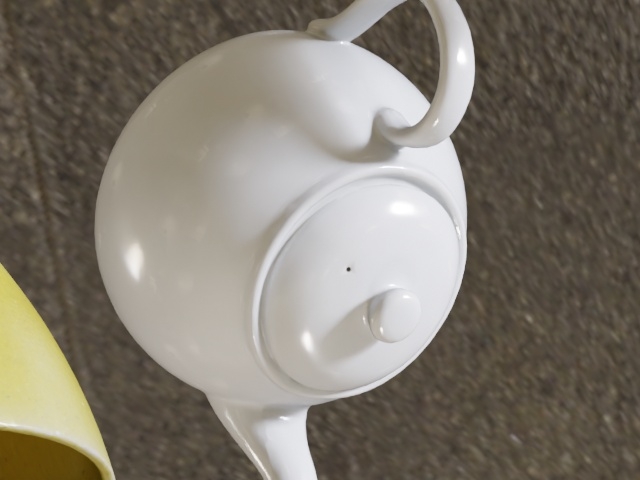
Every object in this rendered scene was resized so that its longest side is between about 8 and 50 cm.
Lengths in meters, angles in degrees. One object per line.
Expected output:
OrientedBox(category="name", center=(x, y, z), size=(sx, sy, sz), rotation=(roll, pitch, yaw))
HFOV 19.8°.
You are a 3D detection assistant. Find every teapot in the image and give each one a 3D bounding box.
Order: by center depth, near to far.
OrientedBox(category="teapot", center=(0.000, 0.000, 1.113), size=(0.252, 0.256, 0.187), rotation=(-37, 39, -13))

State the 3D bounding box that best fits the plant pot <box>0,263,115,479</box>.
OrientedBox(category="plant pot", center=(-0.135, 0.042, 0.550), size=(0.134, 0.134, 0.095), rotation=(-20, 62, 11))
